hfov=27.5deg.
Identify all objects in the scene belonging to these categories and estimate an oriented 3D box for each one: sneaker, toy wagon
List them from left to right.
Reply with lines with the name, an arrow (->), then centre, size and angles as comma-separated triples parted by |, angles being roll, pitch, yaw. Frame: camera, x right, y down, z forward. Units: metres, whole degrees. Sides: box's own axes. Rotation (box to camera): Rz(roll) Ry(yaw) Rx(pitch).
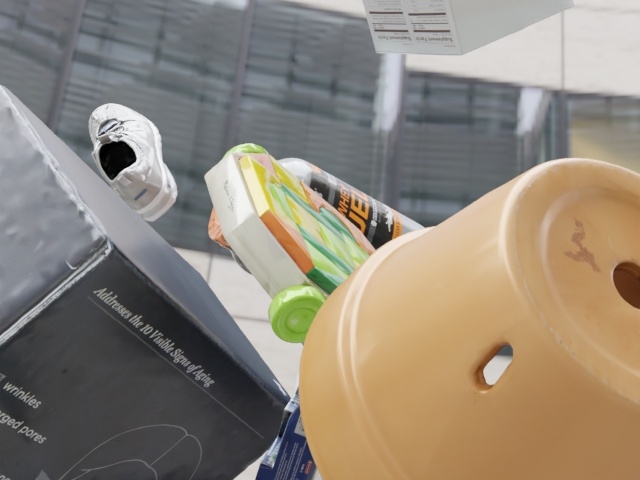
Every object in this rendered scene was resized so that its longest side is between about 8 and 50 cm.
sneaker -> -0.317, -0.152, 2.104 | 0.105, 0.281, 0.115 | -43, -46, 4
toy wagon -> 0.018, 0.042, 1.341 | 0.068, 0.267, 0.344 | -41, -53, 15

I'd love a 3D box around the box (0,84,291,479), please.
box -> -0.351, 0.174, 1.462 | 0.472, 0.297, 0.480 | -39, -36, 0

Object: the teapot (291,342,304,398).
teapot -> 0.066, 0.171, 1.684 | 0.252, 0.187, 0.256 | -16, -16, -23

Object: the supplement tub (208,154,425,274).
supplement tub -> 0.000, 0.000, 2.001 | 0.316, 0.193, 0.193 | 27, -36, -21

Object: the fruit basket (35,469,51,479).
fruit basket -> -0.168, 0.357, 1.156 | 0.327, 0.165, 0.353 | 51, -12, -4

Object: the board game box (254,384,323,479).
board game box -> -0.012, 0.211, 1.409 | 0.060, 0.194, 0.194 | 21, -70, 8

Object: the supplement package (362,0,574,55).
supplement package -> 0.167, -0.396, 1.691 | 0.198, 0.199, 0.263 | 14, -54, 57

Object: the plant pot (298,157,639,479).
plant pot -> 0.157, 0.083, 0.882 | 0.291, 0.291, 0.203 | 17, -40, -19
